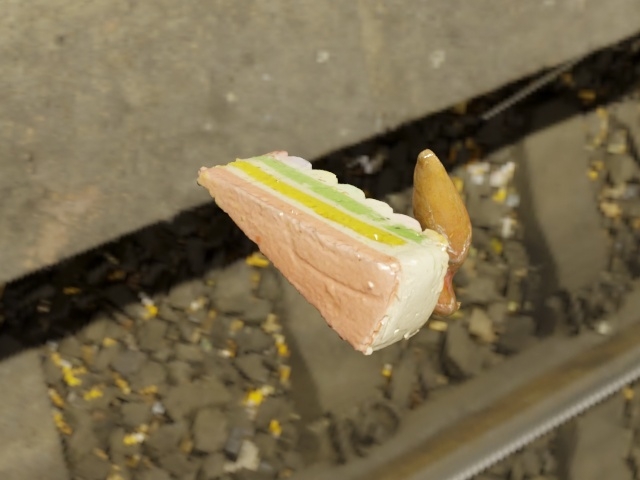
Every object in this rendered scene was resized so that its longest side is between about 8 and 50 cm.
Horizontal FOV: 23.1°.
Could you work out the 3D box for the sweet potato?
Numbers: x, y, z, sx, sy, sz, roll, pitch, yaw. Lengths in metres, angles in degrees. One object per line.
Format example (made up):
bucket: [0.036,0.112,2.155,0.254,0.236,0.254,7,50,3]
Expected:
sweet potato: [0.119,-0.003,1.541,0.055,0.058,0.202,-33,133,-35]

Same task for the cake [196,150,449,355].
cake: [0.009,-0.015,1.344,0.109,0.225,0.090,-25,155,-49]
